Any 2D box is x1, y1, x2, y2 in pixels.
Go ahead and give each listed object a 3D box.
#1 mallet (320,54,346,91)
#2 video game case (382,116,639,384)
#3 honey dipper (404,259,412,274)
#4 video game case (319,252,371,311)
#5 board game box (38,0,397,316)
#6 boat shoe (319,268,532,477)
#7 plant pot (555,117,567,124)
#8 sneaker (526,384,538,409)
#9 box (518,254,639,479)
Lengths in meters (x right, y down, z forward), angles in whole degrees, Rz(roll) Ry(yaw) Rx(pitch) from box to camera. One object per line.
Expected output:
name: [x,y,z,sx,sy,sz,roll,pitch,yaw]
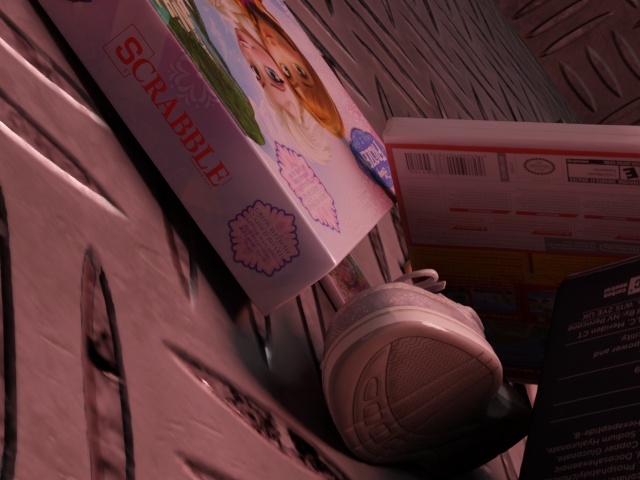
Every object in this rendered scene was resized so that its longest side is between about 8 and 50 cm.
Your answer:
mallet: [-0.031,-0.152,1.225,0.062,0.039,0.189,61,20,19]
video game case: [0.170,0.019,1.060,0.285,0.204,0.025,75,27,-44]
honey dipper: [0.108,0.014,1.342,0.030,0.030,0.160,58,19,-3]
video game case: [0.000,0.000,1.081,0.122,0.011,0.087,59,17,3]
board game box: [-0.069,-0.126,0.983,0.318,0.066,0.319,55,17,-3]
boat shoe: [0.071,0.091,0.961,0.103,0.118,0.320,60,12,26]
plant pot: [0.282,0.040,1.465,0.290,0.195,0.290,47,11,-12]
sneaker: [0.299,0.208,1.431,0.212,0.094,0.080,53,19,-16]
box: [0.295,0.234,0.921,0.293,0.212,0.395,47,43,-28]
